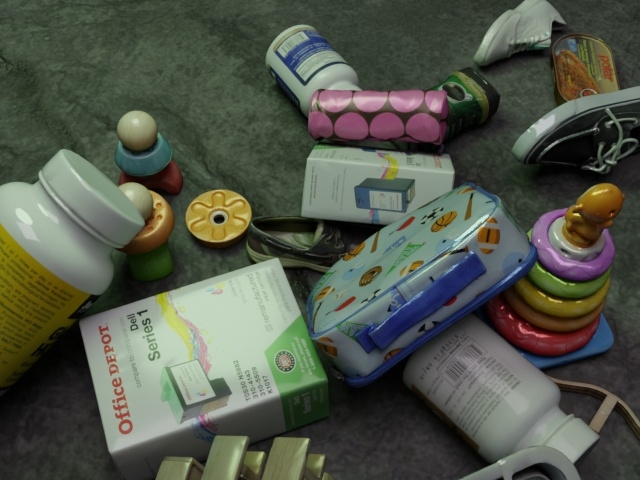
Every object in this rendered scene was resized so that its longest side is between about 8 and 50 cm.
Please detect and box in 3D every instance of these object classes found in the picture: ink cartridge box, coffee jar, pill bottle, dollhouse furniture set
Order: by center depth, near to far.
[{"bbox_3d":[-0.079,0.337,0.909,0.242,0.212,0.161,-7,49,29],"label":"dollhouse furniture set"},{"bbox_3d":[0.226,0.205,1.038,0.131,0.131,0.229,-37,62,-22],"label":"pill bottle"},{"bbox_3d":[-0.390,0.050,1.051,0.334,0.188,0.188,-45,62,3],"label":"pill bottle"},{"bbox_3d":[-0.152,0.168,1.077,0.278,0.117,0.201,-17,56,-11],"label":"ink cartridge box"},{"bbox_3d":[0.088,-0.084,1.228,0.213,0.093,0.154,8,17,4],"label":"ink cartridge box"},{"bbox_3d":[0.203,-0.213,1.365,0.184,0.079,0.096,-30,61,-18],"label":"coffee jar"},{"bbox_3d":[-0.001,-0.266,1.385,0.112,0.112,0.186,-27,59,-17],"label":"pill bottle"}]

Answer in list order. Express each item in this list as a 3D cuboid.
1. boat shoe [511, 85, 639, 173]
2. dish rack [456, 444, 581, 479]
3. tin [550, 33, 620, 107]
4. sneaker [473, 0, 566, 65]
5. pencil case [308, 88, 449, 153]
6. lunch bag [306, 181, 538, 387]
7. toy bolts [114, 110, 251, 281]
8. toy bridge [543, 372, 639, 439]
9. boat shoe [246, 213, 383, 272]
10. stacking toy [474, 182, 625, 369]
[{"bbox_3d":[0.446,-0.160,1.309,0.306,0.113,0.105,-15,61,-29],"label":"boat shoe"},{"bbox_3d":[0.158,0.396,0.867,0.333,0.072,0.285,-16,84,-23],"label":"dish rack"},{"bbox_3d":[0.460,-0.286,1.441,0.106,0.040,0.189,1,55,6],"label":"tin"},{"bbox_3d":[0.365,-0.366,1.480,0.094,0.080,0.212,43,64,13],"label":"sneaker"},{"bbox_3d":[0.089,-0.186,1.257,0.210,0.095,0.098,5,10,9],"label":"pencil case"},{"bbox_3d":[0.116,0.056,1.047,0.303,0.243,0.115,-37,103,5],"label":"lunch bag"},{"bbox_3d":[-0.228,-0.089,1.234,0.218,0.158,0.228,-17,56,-11],"label":"toy bolts"},{"bbox_3d":[0.370,0.230,1.083,0.188,0.026,0.063,31,60,20],"label":"toy bridge"},{"bbox_3d":[-0.001,-0.001,1.221,0.224,0.073,0.080,2,55,2],"label":"boat shoe"},{"bbox_3d":[0.313,0.026,1.057,0.175,0.301,0.165,-12,56,-12],"label":"stacking toy"}]
